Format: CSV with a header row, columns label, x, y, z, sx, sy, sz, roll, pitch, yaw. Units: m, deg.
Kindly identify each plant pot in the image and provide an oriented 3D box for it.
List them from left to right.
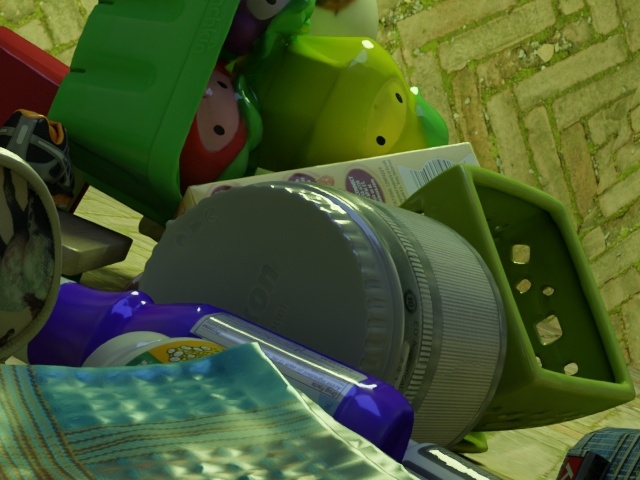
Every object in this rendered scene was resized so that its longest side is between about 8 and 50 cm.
label,x,y,z,sx,sy,sz,roll,pitch,yaw
plant pot,0.140,0.083,1.546,0.228,0.207,0.227,15,52,-53

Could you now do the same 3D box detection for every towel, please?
label,x,y,z,sx,sy,sz,roll,pitch,yaw
towel,-0.138,0.100,0.636,0.370,0.040,0.271,0,15,-26

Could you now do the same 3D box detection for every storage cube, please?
label,x,y,z,sx,sy,sz,roll,pitch,yaw
storage cube,-0.358,-0.120,1.787,0.193,0.215,0.183,33,8,8

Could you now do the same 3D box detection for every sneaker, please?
label,x,y,z,sx,sy,sz,roll,pitch,yaw
sneaker,-0.272,-0.081,1.545,0.084,0.083,0.215,20,2,-4

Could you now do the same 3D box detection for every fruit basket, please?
label,x,y,z,sx,sy,sz,roll,pitch,yaw
fruit basket,-0.048,-0.164,1.670,0.392,0.392,0.283,22,-16,15

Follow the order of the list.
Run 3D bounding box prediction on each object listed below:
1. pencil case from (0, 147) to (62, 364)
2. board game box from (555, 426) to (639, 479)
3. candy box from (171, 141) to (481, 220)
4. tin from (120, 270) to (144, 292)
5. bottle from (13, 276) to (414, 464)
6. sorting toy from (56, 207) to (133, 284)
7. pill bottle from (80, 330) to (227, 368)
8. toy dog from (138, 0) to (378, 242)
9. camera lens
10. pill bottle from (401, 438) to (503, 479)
label,x,y,z,sx,sy,sz,roll,pitch,yaw
pencil case,-0.345,-0.026,1.115,0.160,0.183,0.410,-7,21,-40
board game box,0.144,0.192,0.886,0.060,0.194,0.194,22,-10,-12
candy box,0.000,0.000,1.623,0.316,0.087,0.183,-10,-25,-25
tin,-0.114,0.079,1.328,0.040,0.106,0.190,20,4,27
bottle,-0.081,0.104,1.084,0.283,0.118,0.092,24,11,19
sorting toy,-0.324,-0.003,1.456,0.255,0.089,0.257,22,3,3
pill bottle,-0.067,0.123,0.912,0.117,0.117,0.208,19,5,-32
toy dog,-0.039,-0.164,1.911,0.395,0.408,0.284,2,-16,7
camera lens,0.009,0.072,1.261,0.219,0.219,0.274,23,4,27
pill bottle,0.086,0.189,1.118,0.137,0.078,0.078,25,5,42
